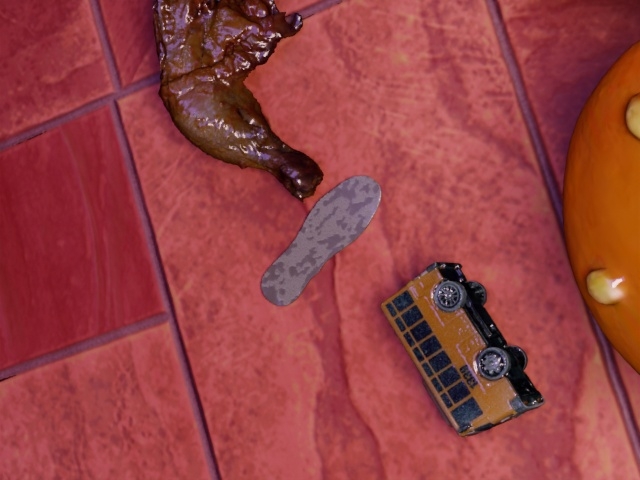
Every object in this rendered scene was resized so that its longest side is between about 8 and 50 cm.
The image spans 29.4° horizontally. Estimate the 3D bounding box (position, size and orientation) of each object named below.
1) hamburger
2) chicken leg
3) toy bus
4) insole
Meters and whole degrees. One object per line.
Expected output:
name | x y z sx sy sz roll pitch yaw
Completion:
hamburger | 0.404 -0.015 1.047 0.396 0.277 0.396 16 114 40
chicken leg | -0.100 -0.192 1.439 0.177 0.083 0.322 -9 82 7
toy bus | 0.151 0.122 1.312 0.103 0.091 0.182 -37 73 19
insole | 0.000 0.000 1.424 0.065 0.006 0.193 45 105 17
